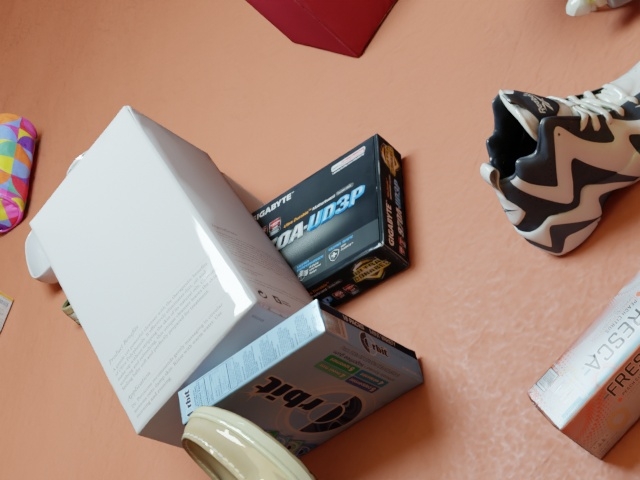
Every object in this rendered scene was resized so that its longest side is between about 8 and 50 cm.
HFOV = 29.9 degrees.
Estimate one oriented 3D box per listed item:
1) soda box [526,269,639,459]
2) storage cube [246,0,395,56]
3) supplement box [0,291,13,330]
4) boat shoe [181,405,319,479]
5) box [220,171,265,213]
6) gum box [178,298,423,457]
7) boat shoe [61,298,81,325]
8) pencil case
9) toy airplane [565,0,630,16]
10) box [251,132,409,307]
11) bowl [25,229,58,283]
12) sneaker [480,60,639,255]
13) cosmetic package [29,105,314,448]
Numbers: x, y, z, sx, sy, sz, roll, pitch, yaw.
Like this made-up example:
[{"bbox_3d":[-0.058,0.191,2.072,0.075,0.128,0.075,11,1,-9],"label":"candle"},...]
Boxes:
[{"bbox_3d":[0.259,0.088,0.982,0.183,0.063,0.058,-49,34,7],"label":"soda box"},{"bbox_3d":[-0.007,-0.382,1.611,0.183,0.193,0.215,-56,35,-5],"label":"storage cube"},{"bbox_3d":[-0.535,0.132,1.908,0.062,0.036,0.098,-15,48,42],"label":"supplement box"},{"bbox_3d":[-0.032,0.258,1.047,0.098,0.109,0.302,-41,58,-20],"label":"boat shoe"},{"bbox_3d":[-0.168,-0.032,1.573,0.130,0.091,0.170,-56,34,-5],"label":"box"},{"bbox_3d":[-0.019,0.144,1.174,0.184,0.157,0.041,-34,48,24],"label":"gum box"},{"bbox_3d":[-0.320,0.056,1.715,0.050,0.045,0.135,16,72,54],"label":"boat shoe"},{"bbox_3d":[-0.564,-0.120,2.121,0.104,0.104,0.236,-32,37,28],"label":"pencil case"},{"bbox_3d":[0.250,-0.408,1.314,0.384,0.272,0.386,9,49,11],"label":"toy airplane"},{"bbox_3d":[0.000,0.000,1.380,0.220,0.051,0.175,-30,40,30],"label":"box"},{"bbox_3d":[-0.389,-0.005,1.845,0.142,0.053,0.142,-46,35,10],"label":"bowl"},{"bbox_3d":[0.239,-0.116,1.111,0.235,0.153,0.094,-47,35,8],"label":"sneaker"},{"bbox_3d":[-0.162,0.041,1.333,0.197,0.155,0.365,-48,47,13],"label":"cosmetic package"}]
